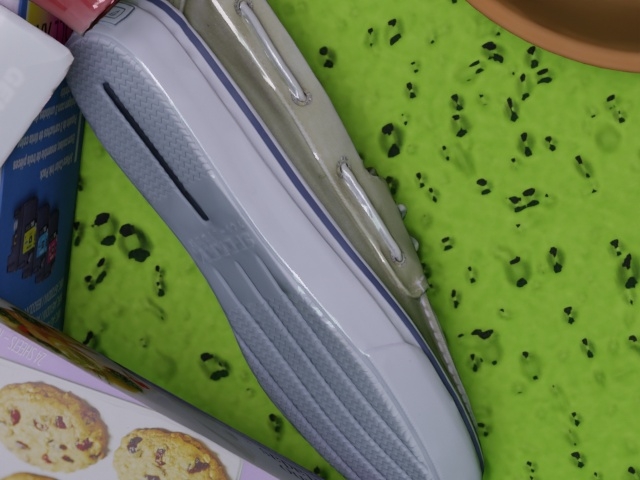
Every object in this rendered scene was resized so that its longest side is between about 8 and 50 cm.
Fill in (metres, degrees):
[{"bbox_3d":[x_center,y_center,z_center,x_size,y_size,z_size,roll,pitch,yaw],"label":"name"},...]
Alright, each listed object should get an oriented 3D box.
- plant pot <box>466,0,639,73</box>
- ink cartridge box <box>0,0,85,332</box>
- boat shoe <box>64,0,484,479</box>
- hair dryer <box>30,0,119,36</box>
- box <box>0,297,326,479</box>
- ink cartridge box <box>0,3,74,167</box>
[{"bbox_3d":[0.142,-0.205,0.770,0.291,0.203,0.291,2,100,12],"label":"plant pot"},{"bbox_3d":[-0.268,0.027,0.921,0.270,0.151,0.395,10,100,9],"label":"ink cartridge box"},{"bbox_3d":[0.000,0.000,0.890,0.109,0.094,0.302,-8,119,56],"label":"boat shoe"},{"bbox_3d":[-0.124,-0.225,0.741,0.223,0.080,0.294,-4,103,9],"label":"hair dryer"},{"bbox_3d":[-0.078,0.102,0.840,0.324,0.063,0.067,33,92,-26],"label":"box"},{"bbox_3d":[-0.346,-0.079,0.819,0.385,0.091,0.308,34,105,-14],"label":"ink cartridge box"}]
